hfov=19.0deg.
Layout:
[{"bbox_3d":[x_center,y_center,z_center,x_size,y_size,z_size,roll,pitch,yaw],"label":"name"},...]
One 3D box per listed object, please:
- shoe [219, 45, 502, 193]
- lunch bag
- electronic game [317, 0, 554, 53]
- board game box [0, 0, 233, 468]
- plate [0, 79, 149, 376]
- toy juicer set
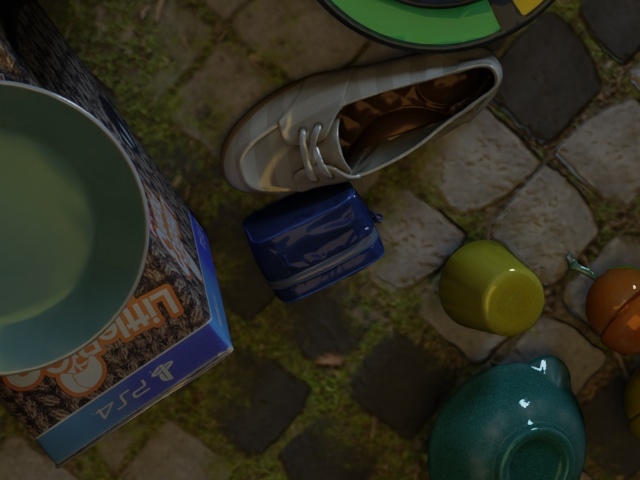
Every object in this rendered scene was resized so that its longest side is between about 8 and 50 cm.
[{"bbox_3d":[0.030,-0.089,1.381,0.219,0.058,0.076,-23,112,1],"label":"shoe"},{"bbox_3d":[0.000,0.000,1.405,0.098,0.067,0.065,-25,112,0],"label":"lunch bag"},{"bbox_3d":[0.083,-0.243,1.331,0.229,0.048,0.229,-2,107,-7],"label":"electronic game"},{"bbox_3d":[-0.204,-0.038,1.274,0.141,0.232,0.291,-33,112,5],"label":"board game box"},{"bbox_3d":[-0.197,-0.008,1.149,0.188,0.024,0.188,-3,111,-7],"label":"plate"},{"bbox_3d":[0.182,0.163,1.488,0.209,0.089,0.329,0,102,-22],"label":"toy juicer set"}]
